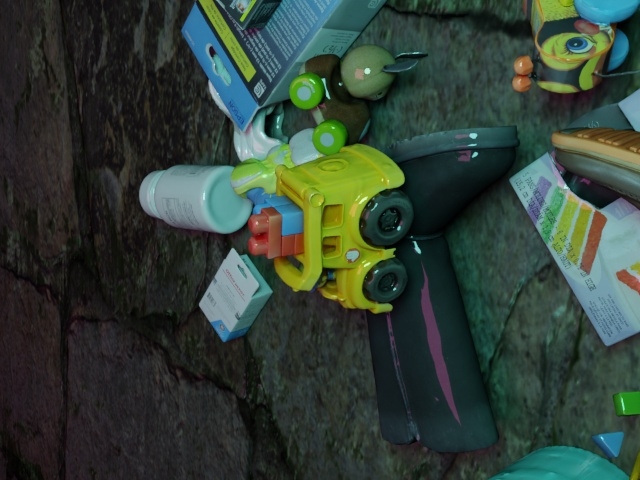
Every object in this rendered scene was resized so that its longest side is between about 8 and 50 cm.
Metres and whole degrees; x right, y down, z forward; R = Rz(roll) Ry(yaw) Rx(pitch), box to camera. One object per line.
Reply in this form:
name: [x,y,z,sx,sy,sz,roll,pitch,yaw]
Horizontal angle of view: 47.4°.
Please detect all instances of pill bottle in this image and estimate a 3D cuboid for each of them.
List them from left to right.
pill bottle: [-0.253,-0.086,1.448,0.229,0.131,0.131,7,103,42]

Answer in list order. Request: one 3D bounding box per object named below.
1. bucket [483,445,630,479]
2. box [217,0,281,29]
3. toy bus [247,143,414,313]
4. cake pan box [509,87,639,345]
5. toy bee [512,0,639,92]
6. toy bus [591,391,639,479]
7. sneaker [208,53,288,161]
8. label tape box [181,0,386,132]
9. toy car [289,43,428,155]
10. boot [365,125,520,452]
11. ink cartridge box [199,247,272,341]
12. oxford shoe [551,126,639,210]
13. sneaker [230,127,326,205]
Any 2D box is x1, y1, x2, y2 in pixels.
bucket: [0.314,0.424,0.981,0.281,0.183,0.281,11,107,42]
box: [-0.102,-0.490,1.087,0.216,0.060,0.270,49,128,7]
toy bus: [0.000,0.000,0.973,0.149,0.212,0.220,40,137,51]
cake pan box: [0.394,-0.039,0.892,0.246,0.070,0.266,-36,73,39]
toy bee: [0.283,-0.239,0.824,0.298,0.162,0.195,-107,2,-57]
toy bus: [0.436,0.260,0.877,0.104,0.202,0.190,84,166,-73]
sneaker: [-0.120,-0.251,1.332,0.115,0.090,0.232,-26,89,36]
label tape box: [-0.070,-0.387,1.228,0.347,0.115,0.249,-46,68,40]
toy car: [0.073,-0.234,1.104,0.188,0.155,0.149,-20,107,24]
boot: [0.174,0.083,1.033,0.367,0.146,0.445,170,92,-67]
ink cartridge box: [-0.163,0.104,1.450,0.104,0.060,0.180,53,129,23]
oxford shoe: [0.395,-0.018,0.764,0.364,0.130,0.132,33,125,35]
sneaker: [-0.034,-0.115,1.282,0.240,0.091,0.126,-16,132,25]
